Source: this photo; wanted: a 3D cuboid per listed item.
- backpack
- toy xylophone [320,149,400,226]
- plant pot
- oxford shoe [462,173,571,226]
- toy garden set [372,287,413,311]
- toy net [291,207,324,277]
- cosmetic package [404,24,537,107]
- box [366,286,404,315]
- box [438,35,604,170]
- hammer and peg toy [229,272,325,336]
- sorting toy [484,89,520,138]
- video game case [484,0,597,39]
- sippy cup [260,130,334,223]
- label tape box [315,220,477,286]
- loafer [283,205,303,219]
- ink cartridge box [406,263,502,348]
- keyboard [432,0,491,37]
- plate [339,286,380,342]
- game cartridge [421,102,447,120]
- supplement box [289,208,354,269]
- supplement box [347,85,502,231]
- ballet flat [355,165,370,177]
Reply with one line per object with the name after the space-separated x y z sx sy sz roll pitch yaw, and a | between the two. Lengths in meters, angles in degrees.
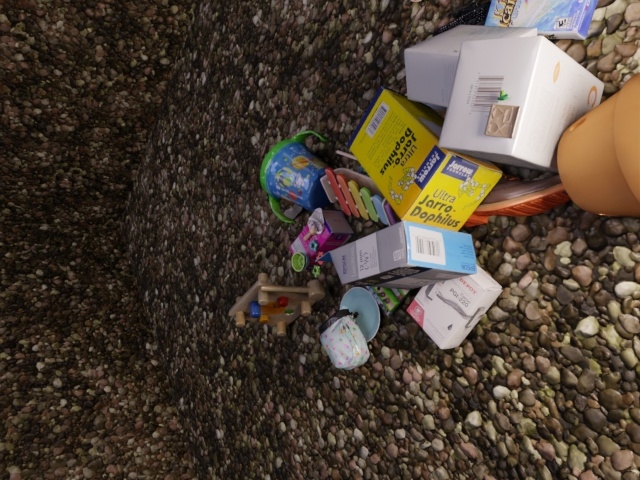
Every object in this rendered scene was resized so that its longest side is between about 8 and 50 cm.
0.077 0.335 1.510 0.152 0.115 0.182 -49 57 33 | backpack
0.123 -0.164 1.465 0.081 0.236 0.322 -43 34 -17 | toy xylophone
0.603 -0.163 0.867 0.203 0.291 0.291 163 105 -65 | plant pot
0.446 -0.124 1.138 0.363 0.130 0.133 -11 74 48 | oxford shoe
0.227 0.063 1.407 0.244 0.049 0.204 -52 52 23 | toy garden set
-0.028 0.005 1.564 0.122 0.045 0.232 27 110 45 | toy net
0.368 -0.434 1.140 0.224 0.224 0.138 30 143 46 | cosmetic package
0.208 0.158 1.468 0.137 0.027 0.094 54 125 36 | box
0.437 -0.272 0.983 0.168 0.345 0.215 21 104 46 | box
-0.158 0.216 1.712 0.361 0.266 0.127 -45 38 39 | hammer and peg toy
0.333 -0.229 0.830 0.062 0.012 0.083 27 112 49 | sorting toy
0.543 -0.627 1.096 0.244 0.061 0.270 27 108 47 | video game case
-0.061 -0.222 1.664 0.224 0.240 0.305 33 143 33 | sippy cup
0.186 0.063 1.201 0.347 0.249 0.115 -27 62 49 | label tape box
-0.102 -0.119 1.836 0.045 0.039 0.125 54 138 -7 | loafer
0.359 0.162 1.248 0.158 0.092 0.218 50 122 38 | ink cartridge box
0.380 -0.609 1.277 0.192 0.038 0.100 -6 65 54 | keyboard
0.136 0.251 1.550 0.188 0.024 0.188 -4 84 49 | plate
0.322 -0.307 1.342 0.198 0.062 0.297 19 103 43 | game cartridge
0.000 0.000 1.650 0.220 0.111 0.114 -49 56 37 | supplement box
0.251 -0.213 1.187 0.195 0.194 0.356 -59 37 29 | supplement box
0.184 -0.233 1.492 0.188 0.070 0.070 -2 87 45 | ballet flat
